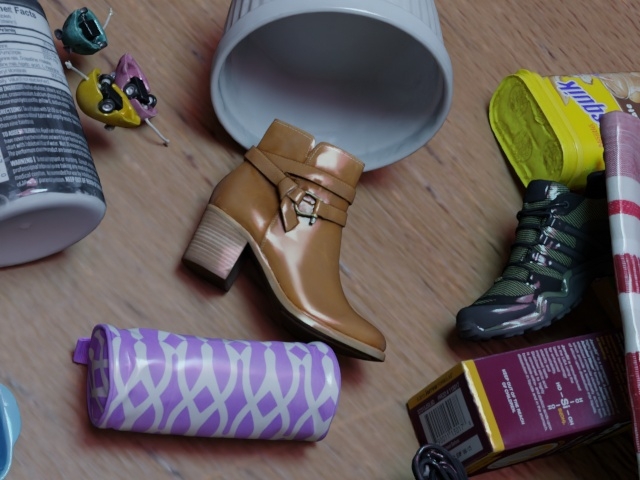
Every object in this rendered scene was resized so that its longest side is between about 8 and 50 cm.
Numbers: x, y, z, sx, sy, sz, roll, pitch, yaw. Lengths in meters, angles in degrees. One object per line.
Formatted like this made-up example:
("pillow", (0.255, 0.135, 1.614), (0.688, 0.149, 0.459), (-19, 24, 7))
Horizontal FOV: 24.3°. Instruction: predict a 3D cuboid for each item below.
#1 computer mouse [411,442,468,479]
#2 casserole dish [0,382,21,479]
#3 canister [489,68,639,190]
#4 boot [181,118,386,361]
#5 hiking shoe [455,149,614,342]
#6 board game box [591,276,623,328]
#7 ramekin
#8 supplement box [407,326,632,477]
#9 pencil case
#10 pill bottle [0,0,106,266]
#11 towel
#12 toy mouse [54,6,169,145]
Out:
("computer mouse", (0.041, 0.296, 1.156), (0.262, 0.060, 0.184), (-32, 94, -34))
("casserole dish", (-0.312, 0.143, 1.071), (0.188, 0.037, 0.114), (-6, 68, -29))
("canister", (0.265, -0.108, 1.443), (0.169, 0.073, 0.126), (-7, 55, -30))
("boot", (0.000, 0.000, 1.245), (0.197, 0.073, 0.152), (33, 75, -3))
("hiking shoe", (0.197, 0.007, 1.332), (0.227, 0.086, 0.114), (-31, 94, -26))
("board game box", (0.342, 0.078, 1.415), (0.124, 0.039, 0.259), (-20, 72, -31))
("ramekin", (0.010, -0.163, 1.282), (0.207, 0.207, 0.109), (15, 51, -18))
("supplement box", (0.185, 0.139, 1.267), (0.188, 0.104, 0.081), (-9, 71, -29))
("pencil case", (-0.084, 0.110, 1.169), (0.206, 0.086, 0.088), (8, 28, -24))
("pill bottle", (-0.262, -0.113, 1.167), (0.130, 0.130, 0.246), (-10, 70, -29))
("towel", (0.315, 0.073, 1.286), (0.237, 0.037, 0.329), (24, 57, -51))
("toy mouse", (-0.183, -0.144, 1.254), (0.161, 0.031, 0.143), (45, 23, -46))
